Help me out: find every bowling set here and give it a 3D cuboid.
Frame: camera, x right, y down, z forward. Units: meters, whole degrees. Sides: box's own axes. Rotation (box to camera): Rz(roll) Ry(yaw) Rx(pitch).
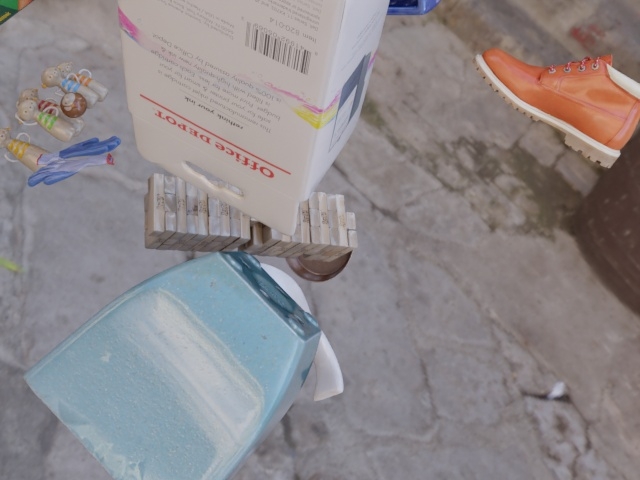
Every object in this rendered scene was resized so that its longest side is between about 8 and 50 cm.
[{"bbox_3d":[-0.569,-0.300,1.884,0.154,0.200,0.287,31,62,-10],"label":"bowling set"}]

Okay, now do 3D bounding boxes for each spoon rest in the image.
[{"bbox_3d":[-0.059,0.129,1.341,0.276,0.137,0.084,52,30,-29],"label":"spoon rest"}]

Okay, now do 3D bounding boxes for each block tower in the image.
[{"bbox_3d":[-0.112,-0.030,1.360,0.335,0.097,0.091,6,70,-30],"label":"block tower"}]

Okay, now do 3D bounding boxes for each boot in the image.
[{"bbox_3d":[0.216,-0.142,0.789,0.158,0.085,0.059,31,25,0],"label":"boot"}]

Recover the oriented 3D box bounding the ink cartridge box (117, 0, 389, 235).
[{"bbox_3d":[-0.063,-0.171,0.790,0.207,0.353,0.119,28,60,8],"label":"ink cartridge box"}]

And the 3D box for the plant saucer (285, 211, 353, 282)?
[{"bbox_3d":[0.000,0.000,1.761,0.029,0.168,0.168,6,48,-59],"label":"plant saucer"}]

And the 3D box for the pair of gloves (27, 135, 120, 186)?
[{"bbox_3d":[-0.443,-0.145,1.598,0.159,0.023,0.198,-13,23,-2],"label":"pair of gloves"}]

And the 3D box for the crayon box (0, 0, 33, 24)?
[{"bbox_3d":[-0.463,-0.501,1.222,0.313,0.363,0.106,38,45,-38],"label":"crayon box"}]

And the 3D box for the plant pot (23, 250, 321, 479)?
[{"bbox_3d":[-0.141,0.146,1.059,0.247,0.252,0.248,44,5,6],"label":"plant pot"}]

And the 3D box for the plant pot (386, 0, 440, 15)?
[{"bbox_3d":[0.175,-0.636,1.928,0.236,0.236,0.212,13,35,36],"label":"plant pot"}]
